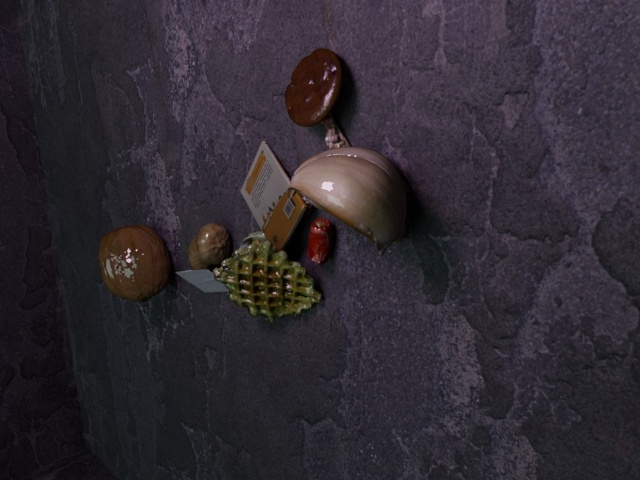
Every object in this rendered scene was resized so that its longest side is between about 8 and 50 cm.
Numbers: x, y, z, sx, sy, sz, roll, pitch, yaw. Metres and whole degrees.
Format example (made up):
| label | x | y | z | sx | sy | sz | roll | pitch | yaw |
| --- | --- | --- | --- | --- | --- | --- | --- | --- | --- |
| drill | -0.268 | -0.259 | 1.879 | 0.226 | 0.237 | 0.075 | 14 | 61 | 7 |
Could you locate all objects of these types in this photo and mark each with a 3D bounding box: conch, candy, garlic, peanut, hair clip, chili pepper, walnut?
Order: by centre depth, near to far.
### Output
| label | x | y | z | sx | sy | sz | roll | pitch | yaw |
| --- | --- | --- | --- | --- | --- | --- | --- | --- | --- |
| garlic | 0.070 | -0.110 | 1.285 | 0.313 | 0.286 | 0.249 | 39 | 136 | 11 |
| hair clip | 0.024 | -0.305 | 1.429 | 0.062 | 0.056 | 0.214 | 125 | 122 | -77 |
| chili pepper | 0.000 | 0.000 | 1.536 | 0.070 | 0.073 | 0.123 | 8 | 117 | 0 |
| candy | -0.060 | -0.096 | 1.580 | 0.094 | 0.051 | 0.226 | 59 | 135 | 19 |
| conch | -0.189 | 0.038 | 1.717 | 0.153 | 0.102 | 0.135 | 0 | 90 | 13 |
| peanut | -0.395 | 0.039 | 1.914 | 0.137 | 0.122 | 0.253 | 52 | 136 | 8 |
| walnut | -0.741 | 0.093 | 2.181 | 0.252 | 0.276 | 0.313 | 123 | 134 | -83 |

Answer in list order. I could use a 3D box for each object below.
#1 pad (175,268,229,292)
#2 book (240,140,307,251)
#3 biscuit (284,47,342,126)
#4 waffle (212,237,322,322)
| label | x | y | z | sx | sy | sz | roll | pitch | yaw |
| --- | --- | --- | --- | --- | --- | --- | --- | --- | --- |
| pad | -0.412 | 0.148 | 1.968 | 0.232 | 0.004 | 0.156 | -7 | 141 | 47 |
| book | -0.149 | -0.126 | 1.640 | 0.296 | 0.020 | 0.208 | 59 | 135 | 32 |
| biscuit | -0.021 | -0.394 | 1.409 | 0.212 | 0.036 | 0.212 | -17 | 67 | 45 |
| waffle | -0.159 | 0.127 | 1.651 | 0.317 | 0.073 | 0.297 | -30 | 118 | 36 |
